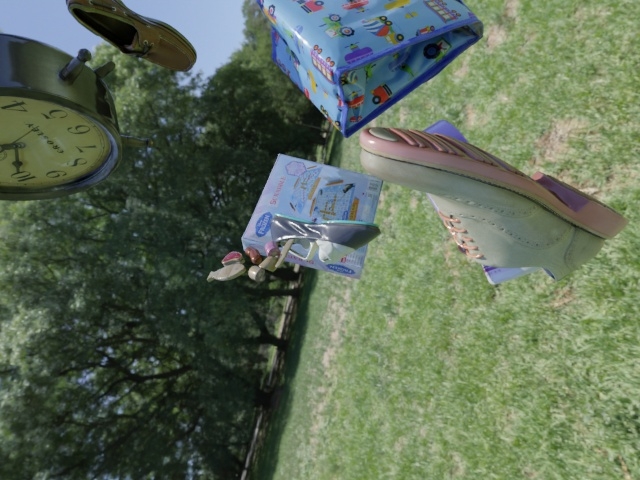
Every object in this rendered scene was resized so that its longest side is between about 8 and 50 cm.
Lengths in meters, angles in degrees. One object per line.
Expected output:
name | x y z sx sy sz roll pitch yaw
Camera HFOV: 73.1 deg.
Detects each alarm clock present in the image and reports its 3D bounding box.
alarm clock | -0.231 -0.077 0.301 0.129 0.192 0.064 91 159 -71

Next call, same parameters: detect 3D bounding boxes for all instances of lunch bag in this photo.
lunch bag | 0.089 -0.339 0.671 0.221 0.293 0.138 53 171 25

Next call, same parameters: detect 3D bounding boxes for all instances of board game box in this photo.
board game box | -0.010 -0.076 1.188 0.066 0.318 0.318 97 -171 -56

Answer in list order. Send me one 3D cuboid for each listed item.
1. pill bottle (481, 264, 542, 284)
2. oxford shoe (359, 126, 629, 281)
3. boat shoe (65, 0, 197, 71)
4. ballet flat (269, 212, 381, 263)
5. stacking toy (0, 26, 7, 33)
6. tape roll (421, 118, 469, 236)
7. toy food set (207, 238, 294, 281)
pill bottle | 0.513 -0.038 1.237 0.169 0.169 0.301 116 137 -73
oxford shoe | 0.217 -0.034 0.569 0.140 0.397 0.146 -102 33 -61
boat shoe | -0.442 -0.481 1.033 0.111 0.307 0.104 -39 49 34
ballet flat | 0.000 0.000 0.674 0.074 0.203 0.074 -14 -73 -52
stacking toy | -0.777 -0.451 0.816 0.350 0.480 0.350 -52 0 0
tape roll | 0.274 -0.103 0.875 0.090 0.274 0.275 -31 17 11
toy food set | -0.093 0.030 0.605 0.019 0.122 0.078 62 -145 -31
